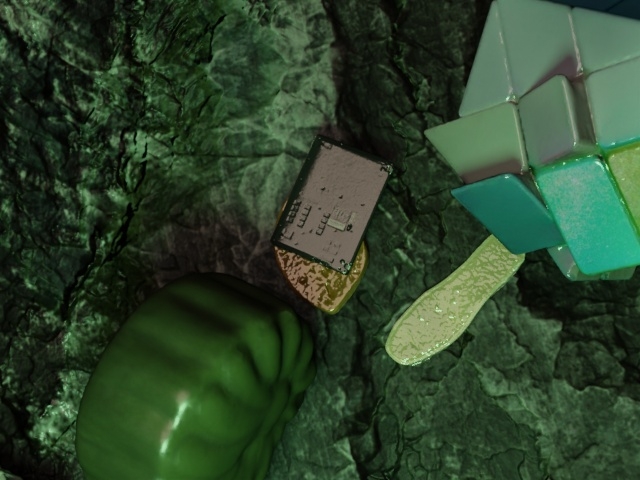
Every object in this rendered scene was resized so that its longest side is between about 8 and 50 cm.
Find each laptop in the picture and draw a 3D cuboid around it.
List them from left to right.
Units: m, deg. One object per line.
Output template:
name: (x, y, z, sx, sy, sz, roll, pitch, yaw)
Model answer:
laptop: (0.017, -0.054, 1.508, 0.129, 0.016, 0.180, 22, 84, 12)

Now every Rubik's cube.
Rubik's cube: (0.362, -0.130, 1.282, 0.387, 0.358, 0.368, 27, 107, 39)

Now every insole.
insole: (0.193, 0.084, 1.476, 0.248, 0.011, 0.081, -45, 74, 2)

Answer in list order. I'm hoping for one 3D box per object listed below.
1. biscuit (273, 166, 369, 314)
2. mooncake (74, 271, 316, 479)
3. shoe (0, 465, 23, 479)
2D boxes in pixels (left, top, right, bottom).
biscuit: (0.000, 0.000, 1.526, 0.142, 0.029, 0.220, -8, 80, 10)
mooncake: (-0.152, 0.218, 1.381, 0.187, 0.351, 0.351, 26, 87, 27)
shoe: (-0.531, 0.352, 1.547, 0.363, 0.132, 0.160, -3, 75, 17)
